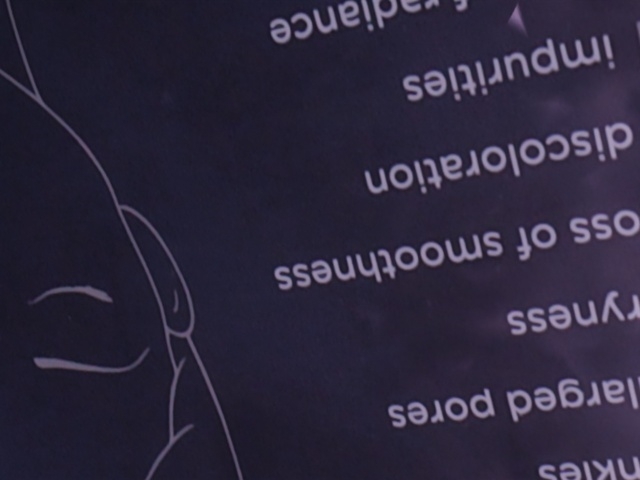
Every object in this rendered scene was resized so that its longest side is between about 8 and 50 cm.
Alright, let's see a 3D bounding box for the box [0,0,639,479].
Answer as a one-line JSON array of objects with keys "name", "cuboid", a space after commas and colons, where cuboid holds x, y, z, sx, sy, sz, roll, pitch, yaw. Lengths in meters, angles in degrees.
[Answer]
[{"name": "box", "cuboid": [0.000, 0.000, 0.669, 0.297, 0.479, 0.472, -39, 117, -62]}]
